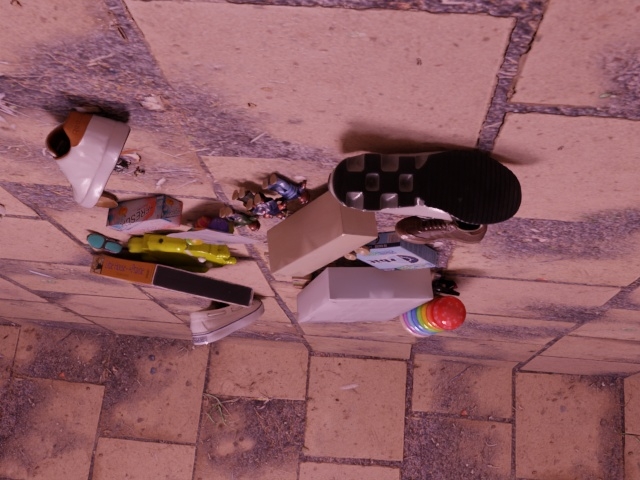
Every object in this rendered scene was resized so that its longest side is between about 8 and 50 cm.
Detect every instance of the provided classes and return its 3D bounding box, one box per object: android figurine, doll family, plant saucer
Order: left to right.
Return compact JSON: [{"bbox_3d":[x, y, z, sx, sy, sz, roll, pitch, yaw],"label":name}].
[{"bbox_3d":[-0.491,-0.092,1.693,0.083,0.015,0.083,5,163,2],"label":"plant saucer"},{"bbox_3d":[-0.360,0.033,2.014,0.273,0.056,0.248,5,164,9],"label":"android figurine"},{"bbox_3d":[-0.105,-0.073,1.525,0.193,0.076,0.111,-13,151,41],"label":"doll family"}]

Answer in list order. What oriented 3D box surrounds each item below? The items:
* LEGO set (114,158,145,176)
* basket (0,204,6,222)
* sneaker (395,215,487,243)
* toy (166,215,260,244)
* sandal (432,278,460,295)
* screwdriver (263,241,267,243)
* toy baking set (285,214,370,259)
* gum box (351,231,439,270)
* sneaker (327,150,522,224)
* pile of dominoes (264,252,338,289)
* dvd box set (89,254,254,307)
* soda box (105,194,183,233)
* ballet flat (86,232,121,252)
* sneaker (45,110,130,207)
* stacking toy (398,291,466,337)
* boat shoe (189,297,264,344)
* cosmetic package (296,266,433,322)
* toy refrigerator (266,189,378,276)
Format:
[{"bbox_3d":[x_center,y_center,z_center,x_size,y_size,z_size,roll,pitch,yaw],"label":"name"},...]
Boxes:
[{"bbox_3d":[-0.380,-0.137,1.483,0.083,0.023,0.054,17,160,-34],"label":"LEGO set"},{"bbox_3d":[-0.860,-0.049,1.816,0.167,0.103,0.113,1,162,20],"label":"basket"},{"bbox_3d":[0.250,-0.036,1.573,0.188,0.066,0.071,1,147,-3],"label":"sneaker"},{"bbox_3d":[-0.251,-0.025,1.772,0.137,0.056,0.237,11,168,-31],"label":"toy"},{"bbox_3d":[0.346,0.125,2.090,0.067,0.040,0.179,10,175,19],"label":"sandal"},{"bbox_3d":[-0.092,0.003,1.868,0.024,0.025,0.170,18,159,-37],"label":"screwdriver"},{"bbox_3d":[0.000,-0.003,1.735,0.256,0.030,0.196,8,153,14],"label":"toy baking set"},{"bbox_3d":[0.173,0.029,1.831,0.157,0.041,0.184,-7,159,37],"label":"gum box"},{"bbox_3d":[0.175,-0.096,1.310,0.331,0.122,0.146,7,-178,-7],"label":"sneaker"},{"bbox_3d":[-0.047,0.092,2.131,0.196,0.040,0.251,4,164,6],"label":"pile of dominoes"},{"bbox_3d":[-0.425,0.112,2.144,0.308,0.062,0.420,18,172,-36],"label":"dvd box set"},{"bbox_3d":[-0.395,-0.057,1.707,0.183,0.058,0.063,-6,160,35],"label":"soda box"},{"bbox_3d":[-0.583,0.005,2.029,0.041,0.041,0.114,-6,159,35],"label":"ballet flat"},{"bbox_3d":[-0.422,-0.151,1.347,0.123,0.106,0.290,21,152,-17],"label":"sneaker"},{"bbox_3d":[0.316,0.198,2.109,0.141,0.141,0.330,7,172,-5],"label":"stacking toy"},{"bbox_3d":[-0.311,0.211,2.483,0.136,0.156,0.367,-10,-173,30],"label":"boat shoe"},{"bbox_3d":[0.110,0.157,2.129,0.284,0.097,0.377,-2,165,-15],"label":"cosmetic package"},{"bbox_3d":[0.000,-0.013,1.556,0.094,0.102,0.269,5,158,-34],"label":"toy refrigerator"}]
